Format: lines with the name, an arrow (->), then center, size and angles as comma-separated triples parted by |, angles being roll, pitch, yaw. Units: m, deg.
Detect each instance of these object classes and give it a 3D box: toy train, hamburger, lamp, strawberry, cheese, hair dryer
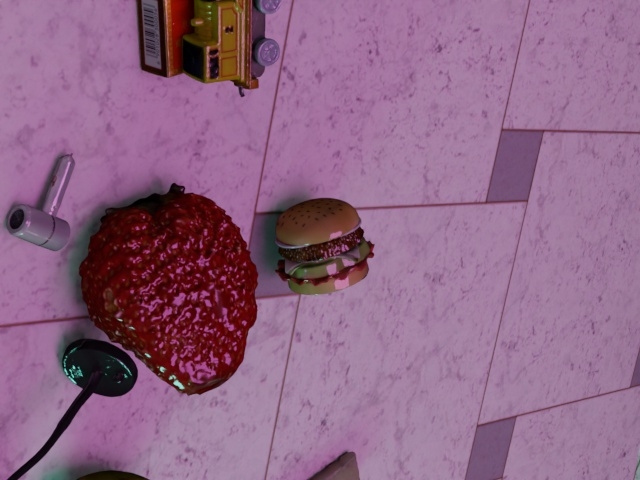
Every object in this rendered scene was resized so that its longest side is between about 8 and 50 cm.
toy train -> -0.129, -0.303, 1.946 | 0.127, 0.089, 0.219 | -15, 120, -34
hamburger -> -0.001, 0.002, 2.280 | 0.175, 0.175, 0.137 | -32, 119, -36
lamp -> -0.411, 0.284, 1.948 | 0.371, 0.109, 0.130 | -50, 138, -32
strawberry -> -0.206, 0.068, 2.014 | 0.261, 0.258, 0.261 | -18, 121, -33
cheese -> -0.068, 0.514, 2.533 | 0.400, 0.034, 0.085 | -28, 126, -38
hair dryer -> -0.375, -0.060, 1.918 | 0.082, 0.047, 0.137 | 28, 80, -50

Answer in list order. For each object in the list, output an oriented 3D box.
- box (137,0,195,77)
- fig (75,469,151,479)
box -> -0.187, -0.366, 1.973 | 0.153, 0.074, 0.239 | -21, 123, -37
fig -> -0.313, 0.445, 2.093 | 0.203, 0.203, 0.225 | -56, 146, -15
